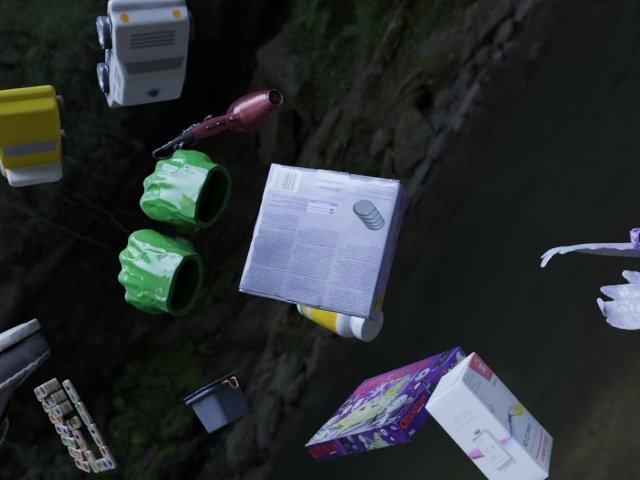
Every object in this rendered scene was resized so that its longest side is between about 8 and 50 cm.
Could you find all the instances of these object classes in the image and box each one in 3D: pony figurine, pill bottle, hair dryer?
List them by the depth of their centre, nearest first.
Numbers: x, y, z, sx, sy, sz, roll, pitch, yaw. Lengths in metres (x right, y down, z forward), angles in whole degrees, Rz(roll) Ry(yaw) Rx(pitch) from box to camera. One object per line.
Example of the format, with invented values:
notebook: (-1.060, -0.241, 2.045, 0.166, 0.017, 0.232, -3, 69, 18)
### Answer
pony figurine: (0.564, 0.006, 1.173, 0.302, 0.351, 0.363, -99, 17, -65)
hair dryer: (-0.204, -0.245, 1.663, 0.294, 0.080, 0.223, -27, 14, 18)
pill bottle: (0.052, 0.173, 1.921, 0.118, 0.209, 0.117, -26, -53, -40)

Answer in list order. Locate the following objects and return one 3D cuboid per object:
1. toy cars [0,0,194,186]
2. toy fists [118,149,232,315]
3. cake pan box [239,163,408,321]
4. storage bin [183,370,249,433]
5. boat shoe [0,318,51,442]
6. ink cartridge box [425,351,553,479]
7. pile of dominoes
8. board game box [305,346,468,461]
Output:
toy cars: (-0.276, -0.150, 0.903, 0.394, 0.087, 0.176, -24, -15, 28)
toy fists: (-0.244, -0.015, 1.268, 0.096, 0.142, 0.279, 17, -89, -58)
cake pan box: (0.000, 0.000, 1.363, 0.070, 0.267, 0.245, 38, -117, -66)
storage bin: (-0.208, 0.345, 1.632, 0.098, 0.091, 0.135, -33, -7, 21)
boat shoe: (-0.395, 0.201, 0.821, 0.324, 0.096, 0.116, -37, -1, 17)
ink cartridge box: (0.237, 0.254, 0.999, 0.067, 0.198, 0.115, -44, -5, 22)
pile of dominoes: (-0.598, 0.451, 1.820, 0.040, 0.251, 0.196, -29, 0, -45)
board game box: (0.121, 0.317, 1.458, 0.208, 0.056, 0.347, -36, 0, -35)
